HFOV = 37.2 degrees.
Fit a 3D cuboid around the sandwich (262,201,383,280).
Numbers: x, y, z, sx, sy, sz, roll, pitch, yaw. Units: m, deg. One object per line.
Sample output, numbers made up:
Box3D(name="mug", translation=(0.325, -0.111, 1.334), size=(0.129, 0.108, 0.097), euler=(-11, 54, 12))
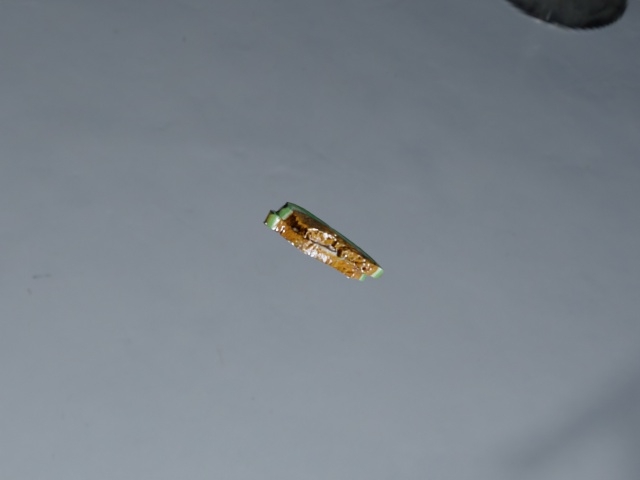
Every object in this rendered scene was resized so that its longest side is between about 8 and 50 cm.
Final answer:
Box3D(name="sandwich", translation=(-0.002, -0.001, 0.904), size=(0.135, 0.029, 0.067), euler=(31, 9, -34))
